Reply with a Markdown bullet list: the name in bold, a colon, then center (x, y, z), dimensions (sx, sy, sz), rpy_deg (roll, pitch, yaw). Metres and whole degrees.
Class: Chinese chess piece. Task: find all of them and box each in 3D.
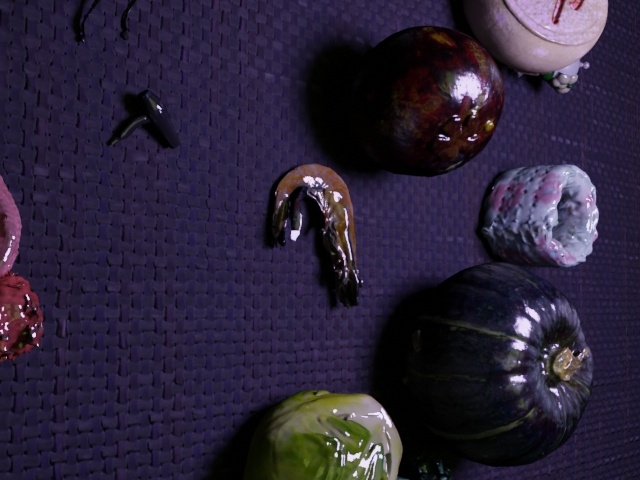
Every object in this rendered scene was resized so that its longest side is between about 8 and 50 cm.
- **Chinese chess piece**: center (0.383, -0.432, 1.465), dimensions (0.270, 0.112, 0.270), rpy_deg (8, 70, -22)

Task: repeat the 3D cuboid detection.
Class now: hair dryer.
- **hair dryer**: center (-0.213, -0.129, 0.974), dimensions (0.083, 0.031, 0.079), rpy_deg (-42, 126, -23)

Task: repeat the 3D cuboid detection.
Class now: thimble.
- **thimble**: center (0.400, -0.040, 1.492), dimensions (0.211, 0.149, 0.185), rpy_deg (-24, 107, -43)

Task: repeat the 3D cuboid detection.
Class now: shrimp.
- **shrimp**: center (0.000, 0.000, 1.157), dimensions (0.152, 0.046, 0.219), rpy_deg (-19, 97, -45)

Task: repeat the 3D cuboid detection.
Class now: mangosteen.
- **mangosteen**: center (0.146, -0.225, 1.232), dimensions (0.231, 0.231, 0.289), rpy_deg (43, 18, -35)

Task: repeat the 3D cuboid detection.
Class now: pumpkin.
- **pumpkin**: center (0.280, 0.194, 1.289), dimensions (0.323, 0.241, 0.323), rpy_deg (2, 87, -39)

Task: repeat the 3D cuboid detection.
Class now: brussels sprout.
- **brussels sprout**: center (-0.001, 0.298, 1.068), dimensions (0.223, 0.161, 0.223), rpy_deg (17, 57, -28)

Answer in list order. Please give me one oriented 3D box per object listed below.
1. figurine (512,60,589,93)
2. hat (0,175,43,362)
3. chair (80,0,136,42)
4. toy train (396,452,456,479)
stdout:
- **figurine**: center (0.421, -0.357, 1.572), dimensions (0.197, 0.093, 0.147), rpy_deg (24, 36, -14)
- **hat**: center (-0.369, 0.006, 0.741), dimensions (0.286, 0.107, 0.236), rpy_deg (42, 57, -7)
- **chair**: center (-0.209, -0.331, 0.889), dimensions (0.213, 0.174, 0.149), rpy_deg (-47, 124, -24)
- **toy train**: center (0.160, 0.465, 1.249), dimensions (0.154, 0.115, 0.269), rpy_deg (-17, 100, -36)
